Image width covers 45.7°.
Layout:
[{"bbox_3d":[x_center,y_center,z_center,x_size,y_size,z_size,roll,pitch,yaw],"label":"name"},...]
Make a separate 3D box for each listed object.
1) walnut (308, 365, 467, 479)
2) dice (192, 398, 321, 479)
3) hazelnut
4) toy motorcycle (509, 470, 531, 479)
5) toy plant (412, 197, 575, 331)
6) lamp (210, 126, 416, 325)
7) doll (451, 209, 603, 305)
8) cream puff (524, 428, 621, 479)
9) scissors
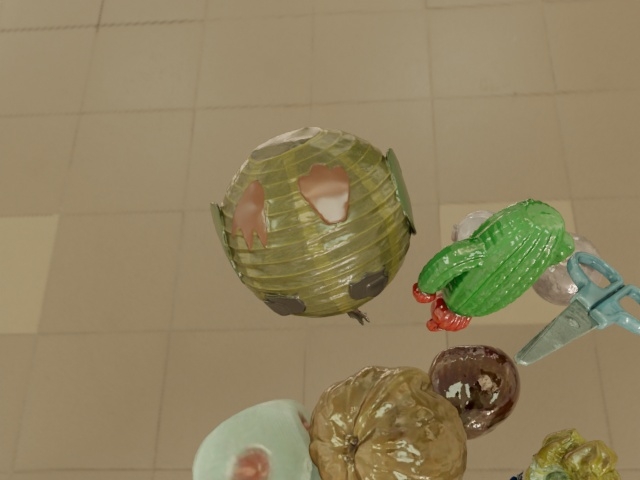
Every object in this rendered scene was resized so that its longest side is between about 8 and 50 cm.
[{"bbox_3d":[0.126,0.366,1.393,0.296,0.285,0.285,11,62,37],"label":"walnut"},{"bbox_3d":[-0.097,0.523,1.644,0.265,0.262,0.268,-33,55,3],"label":"dice"},{"bbox_3d":[0.334,0.341,1.728,0.218,0.234,0.218,21,39,-18],"label":"hazelnut"},{"bbox_3d":[0.386,0.483,1.416,0.136,0.254,0.092,14,83,38],"label":"toy motorcycle"},{"bbox_3d":[0.193,0.039,0.920,0.240,0.155,0.088,-35,54,27],"label":"toy plant"},{"bbox_3d":[0.000,0.000,0.966,0.250,0.284,0.250,-17,25,8],"label":"lamp"},{"bbox_3d":[0.389,0.024,1.455,0.287,0.151,0.150,21,66,-1],"label":"doll"},{"bbox_3d":[0.596,0.528,1.737,0.195,0.194,0.221,-43,44,-16],"label":"cream puff"},{"bbox_3d":[0.410,0.122,1.202,0.192,0.029,0.447,46,36,22],"label":"scissors"}]
